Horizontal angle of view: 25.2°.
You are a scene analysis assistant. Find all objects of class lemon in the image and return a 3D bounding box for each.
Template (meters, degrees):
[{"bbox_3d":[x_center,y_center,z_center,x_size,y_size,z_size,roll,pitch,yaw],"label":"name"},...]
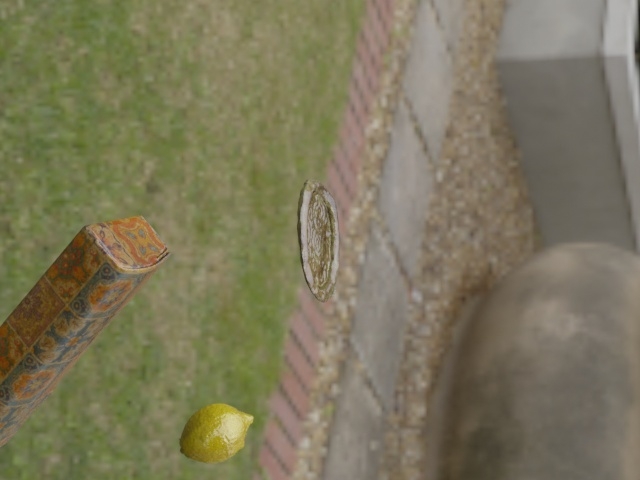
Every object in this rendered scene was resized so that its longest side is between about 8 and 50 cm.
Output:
[{"bbox_3d":[-0.117,0.216,1.613,0.065,0.092,0.065,55,-22,35],"label":"lemon"}]

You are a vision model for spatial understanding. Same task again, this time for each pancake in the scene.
[{"bbox_3d":[-0.001,0.000,1.255,0.115,0.011,0.114,-4,90,-72],"label":"pancake"}]

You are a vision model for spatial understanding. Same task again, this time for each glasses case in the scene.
[{"bbox_3d":[-0.203,0.074,1.074,0.049,0.218,0.075,49,24,13],"label":"glasses case"}]
